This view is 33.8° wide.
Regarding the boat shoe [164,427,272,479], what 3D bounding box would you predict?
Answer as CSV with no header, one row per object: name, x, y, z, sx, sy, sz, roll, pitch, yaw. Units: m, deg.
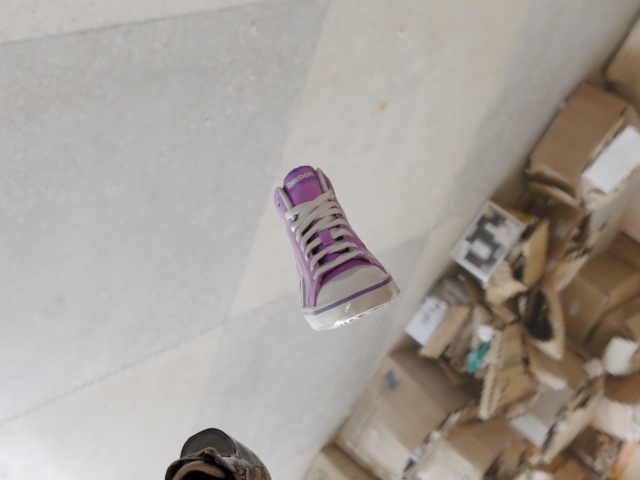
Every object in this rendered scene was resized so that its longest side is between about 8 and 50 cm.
boat shoe,-0.139,0.341,1.438,0.132,0.355,0.130,-30,113,-5

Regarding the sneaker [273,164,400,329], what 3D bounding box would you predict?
sneaker,-0.001,0.000,1.164,0.102,0.161,0.282,-24,-169,-5
